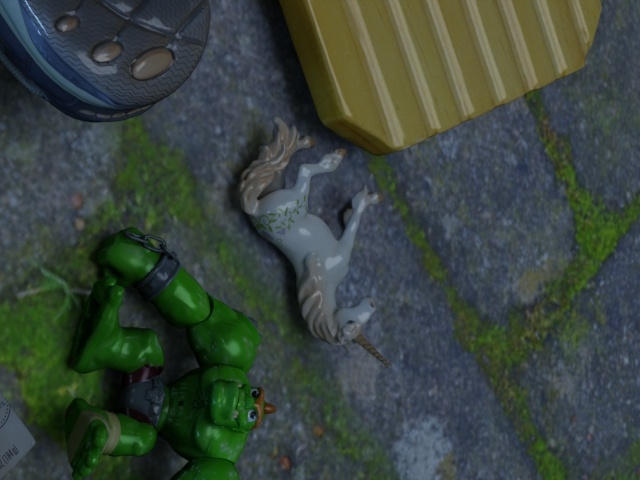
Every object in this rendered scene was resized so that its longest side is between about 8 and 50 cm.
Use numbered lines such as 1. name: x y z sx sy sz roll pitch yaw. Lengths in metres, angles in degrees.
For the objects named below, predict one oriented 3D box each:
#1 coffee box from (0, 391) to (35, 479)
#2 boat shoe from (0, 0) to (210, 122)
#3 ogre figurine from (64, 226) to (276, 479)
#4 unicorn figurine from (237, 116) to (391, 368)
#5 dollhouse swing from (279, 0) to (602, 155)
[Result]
1. coffee box: -0.282 0.057 0.874 0.141 0.098 0.246 -47 118 -32
2. boat shoe: -0.197 -0.214 0.942 0.132 0.130 0.355 -25 84 -31
3. ogre figurine: -0.096 0.098 1.046 0.118 0.097 0.197 17 48 -27
4. unicorn figurine: 0.000 0.000 1.160 0.162 0.060 0.111 39 63 -16
5. dollhouse swing: 0.126 -0.275 1.134 0.347 0.315 0.305 -25 85 -40
